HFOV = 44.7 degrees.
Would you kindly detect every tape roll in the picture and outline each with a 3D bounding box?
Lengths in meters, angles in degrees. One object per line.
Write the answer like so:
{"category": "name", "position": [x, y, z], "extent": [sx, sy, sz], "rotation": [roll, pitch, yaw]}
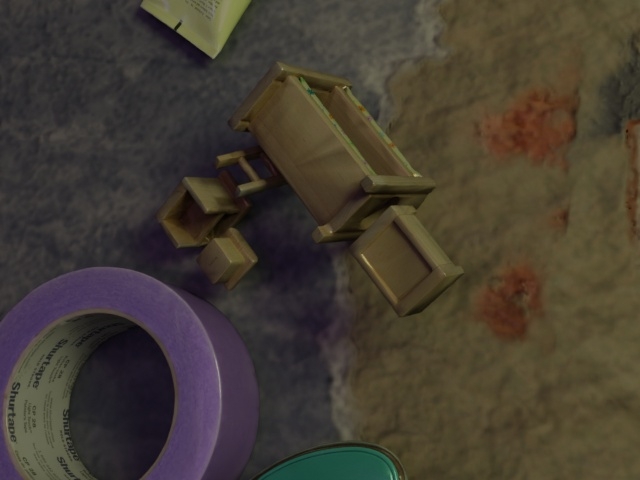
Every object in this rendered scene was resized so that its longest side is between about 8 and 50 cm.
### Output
{"category": "tape roll", "position": [-0.144, 0.117, 0.551], "extent": [0.189, 0.080, 0.188], "rotation": [-3, 75, 13]}

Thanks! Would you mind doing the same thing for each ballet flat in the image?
{"category": "ballet flat", "position": [-0.039, 0.196, 0.513], "extent": [0.213, 0.068, 0.072], "rotation": [-28, 62, 1]}

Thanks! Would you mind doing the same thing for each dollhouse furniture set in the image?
{"category": "dollhouse furniture set", "position": [0.000, 0.000, 0.554], "extent": [0.161, 0.101, 0.181], "rotation": [-46, 69, 27]}

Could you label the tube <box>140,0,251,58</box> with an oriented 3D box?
{"category": "tube", "position": [-0.049, -0.267, 0.635], "extent": [0.240, 0.062, 0.070], "rotation": [-54, 27, 3]}
